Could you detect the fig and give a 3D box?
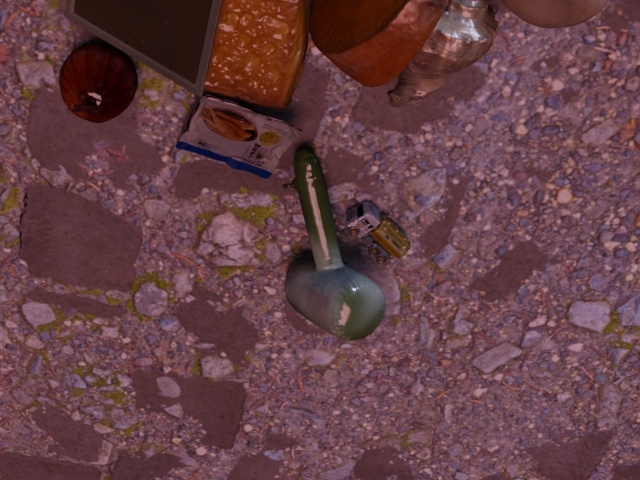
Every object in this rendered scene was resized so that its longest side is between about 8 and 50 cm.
[{"bbox_3d":[-0.346,-0.246,1.778,0.128,0.150,0.128,-1,93,-12],"label":"fig"}]

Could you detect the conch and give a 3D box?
[{"bbox_3d":[0.173,-0.290,1.682,0.178,0.163,0.245,-15,149,-40],"label":"conch"}]

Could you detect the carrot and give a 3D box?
[{"bbox_3d":[0.093,-0.342,1.565,0.100,0.307,0.258,22,93,-27],"label":"carrot"}]

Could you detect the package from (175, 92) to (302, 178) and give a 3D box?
[{"bbox_3d":[-0.135,-0.167,1.864,0.171,0.027,0.173,17,147,-15],"label":"package"}]

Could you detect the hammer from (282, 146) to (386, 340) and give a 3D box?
[{"bbox_3d":[0.000,0.000,1.947,0.119,0.206,0.335,-25,116,-25],"label":"hammer"}]

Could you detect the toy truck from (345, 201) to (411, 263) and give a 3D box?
[{"bbox_3d":[0.100,-0.014,1.987,0.063,0.052,0.123,-34,121,22],"label":"toy truck"}]

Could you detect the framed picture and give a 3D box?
[{"bbox_3d":[-0.258,-0.359,1.668,0.273,0.016,0.216,33,131,16],"label":"framed picture"}]

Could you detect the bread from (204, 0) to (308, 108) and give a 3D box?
[{"bbox_3d":[-0.119,-0.321,1.721,0.210,0.099,0.235,13,134,-3],"label":"bread"}]

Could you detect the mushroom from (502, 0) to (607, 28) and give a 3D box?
[{"bbox_3d":[0.342,-0.401,1.590,0.204,0.204,0.204,2,129,2],"label":"mushroom"}]
